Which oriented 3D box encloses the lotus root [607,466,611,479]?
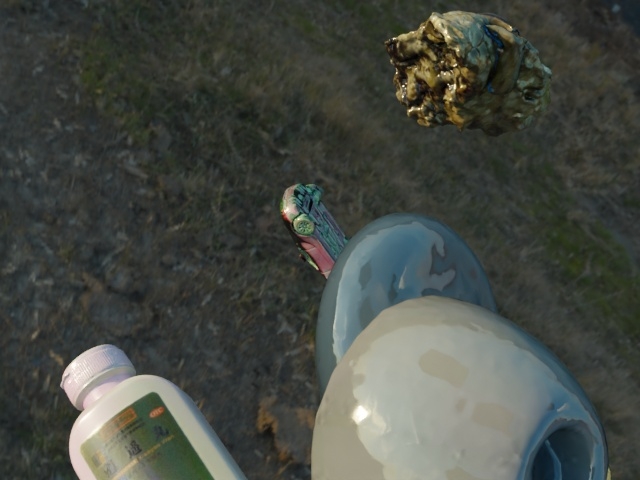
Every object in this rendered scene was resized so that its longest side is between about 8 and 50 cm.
[{"bbox_3d":[0.275,0.260,1.197,0.078,0.183,0.203,-30,97,-55],"label":"lotus root"}]

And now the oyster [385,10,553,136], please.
[{"bbox_3d":[0.183,-0.188,1.154,0.223,0.214,0.083,22,70,-17],"label":"oyster"}]

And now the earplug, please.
[{"bbox_3d":[0.087,0.102,0.660,0.175,0.214,0.325,-18,19,9],"label":"earplug"}]

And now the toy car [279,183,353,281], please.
[{"bbox_3d":[0.000,0.000,1.071,0.142,0.055,0.069,54,27,-28],"label":"toy car"}]

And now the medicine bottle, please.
[{"bbox_3d":[-0.150,0.191,0.838,0.115,0.078,0.219,-38,66,-5],"label":"medicine bottle"}]
